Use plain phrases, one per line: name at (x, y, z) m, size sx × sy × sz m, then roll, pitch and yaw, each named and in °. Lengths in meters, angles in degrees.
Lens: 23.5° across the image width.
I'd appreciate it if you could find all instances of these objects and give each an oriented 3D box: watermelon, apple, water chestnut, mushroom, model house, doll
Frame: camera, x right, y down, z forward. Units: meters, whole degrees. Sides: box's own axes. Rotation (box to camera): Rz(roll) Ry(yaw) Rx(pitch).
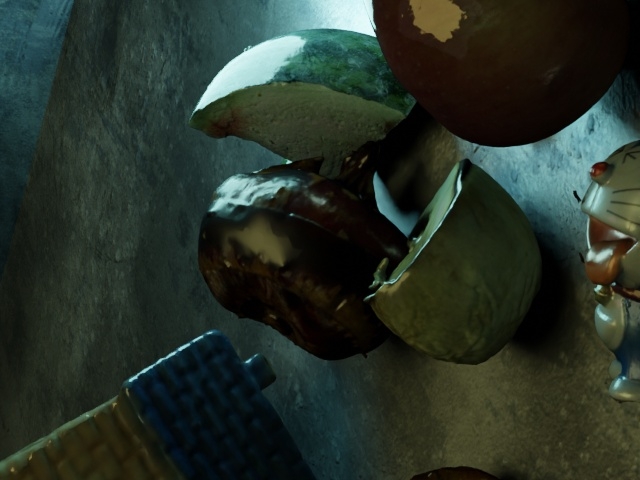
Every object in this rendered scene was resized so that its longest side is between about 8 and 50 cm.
watermelon at (-0.004, -0.183, 2.079) m, size 0.289 × 0.320 × 0.213 m, roll -76°, pitch -25°, yaw -65°
apple at (0.187, -0.251, 1.626) m, size 0.235 × 0.306 × 0.305 m, roll -35°, pitch 53°, yaw 26°
water chestnut at (0.000, 0.000, 1.971) m, size 0.300 × 0.300 × 0.300 m, roll -13°, pitch 75°, yaw 61°
mushroom at (0.169, 0.032, 1.746) m, size 0.189 × 0.164 × 0.267 m, roll -52°, pitch 1°, yaw 11°
model house at (-0.181, 0.365, 2.139) m, size 0.395 × 0.400 × 0.445 m, roll 55°, pitch 174°, yaw 3°
doll at (0.316, 0.026, 1.478) m, size 0.215 × 0.161 × 0.256 m, roll -98°, pitch 13°, yaw -79°

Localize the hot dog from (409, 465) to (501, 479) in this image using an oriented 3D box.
hot dog at (0.170, 0.356, 1.698) m, size 0.259 × 0.175 × 0.114 m, roll 57°, pitch 147°, yaw 41°

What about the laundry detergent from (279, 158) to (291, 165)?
laundry detergent at (-0.040, -0.032, 2.201) m, size 0.063 × 0.137 × 0.210 m, roll -4°, pitch 63°, yaw 19°
